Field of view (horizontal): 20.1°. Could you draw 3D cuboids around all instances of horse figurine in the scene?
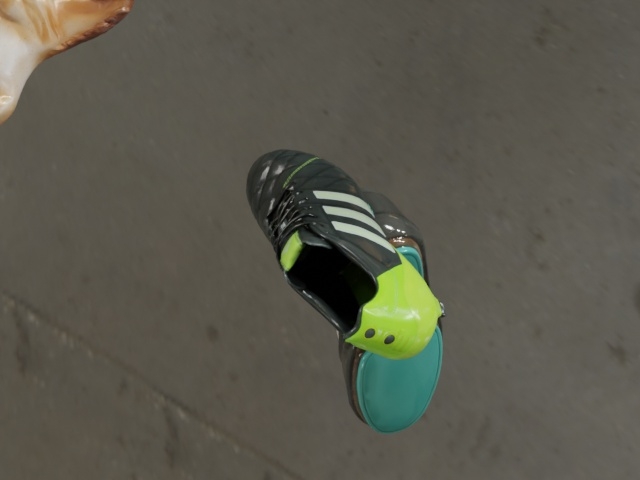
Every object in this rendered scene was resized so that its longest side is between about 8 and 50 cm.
[{"bbox_3d":[-0.290,-0.163,1.508,0.174,0.066,0.263,36,85,-15],"label":"horse figurine"}]

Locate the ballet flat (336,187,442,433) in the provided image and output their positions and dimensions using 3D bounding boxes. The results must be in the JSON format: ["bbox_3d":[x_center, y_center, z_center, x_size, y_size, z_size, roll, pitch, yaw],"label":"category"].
[{"bbox_3d":[0.054,0.055,1.562,0.095,0.096,0.280,-19,143,-13],"label":"ballet flat"}]

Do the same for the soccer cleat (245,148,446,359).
[{"bbox_3d":[0.000,0.000,1.001,0.072,0.179,0.060,13,115,-43],"label":"soccer cleat"}]
